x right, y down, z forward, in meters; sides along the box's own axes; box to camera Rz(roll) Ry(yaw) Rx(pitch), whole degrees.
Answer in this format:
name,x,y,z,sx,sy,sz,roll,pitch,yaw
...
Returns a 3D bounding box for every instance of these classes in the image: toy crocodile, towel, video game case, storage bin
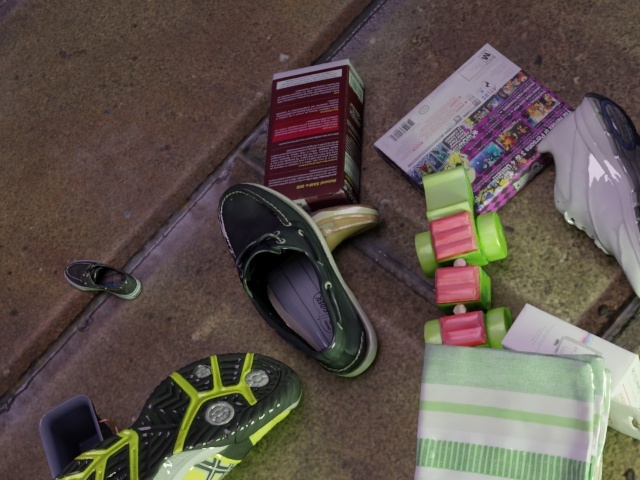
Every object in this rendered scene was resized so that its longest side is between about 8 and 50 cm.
name,x,y,z,sx,sy,sz,roll,pitch,yaw
toy crocodile,0.187,0.057,1.763,0.115,0.105,0.341,-11,67,17
towel,0.217,0.291,1.595,0.247,0.038,0.325,2,83,33
video game case,0.226,-0.149,1.920,0.232,0.042,0.210,-42,55,-5
storage bin,-0.316,0.294,1.863,0.098,0.091,0.135,-30,55,5

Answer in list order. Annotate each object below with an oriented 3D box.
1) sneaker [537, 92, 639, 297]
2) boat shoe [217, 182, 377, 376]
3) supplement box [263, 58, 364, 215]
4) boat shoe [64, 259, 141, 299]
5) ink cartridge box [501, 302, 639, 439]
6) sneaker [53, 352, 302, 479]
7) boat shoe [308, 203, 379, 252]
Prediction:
name,x,y,z,sx,sy,sz,roll,pitch,yaw
sneaker,0.384,-0.046,1.769,0.129,0.111,0.297,-37,56,35
boat shoe,-0.055,0.044,1.845,0.127,0.113,0.340,-40,65,19
supplement box,-0.008,-0.146,2.001,0.130,0.073,0.239,-9,58,21
boat shoe,-0.337,0.053,2.044,0.142,0.040,0.049,12,67,28
ink cartridge box,0.330,0.165,1.646,0.198,0.115,0.067,27,74,32
sneaker,-0.189,0.289,1.793,0.384,0.147,0.145,-32,49,-20
boat shoe,0.000,0.000,1.925,0.190,0.068,0.072,-15,68,26
